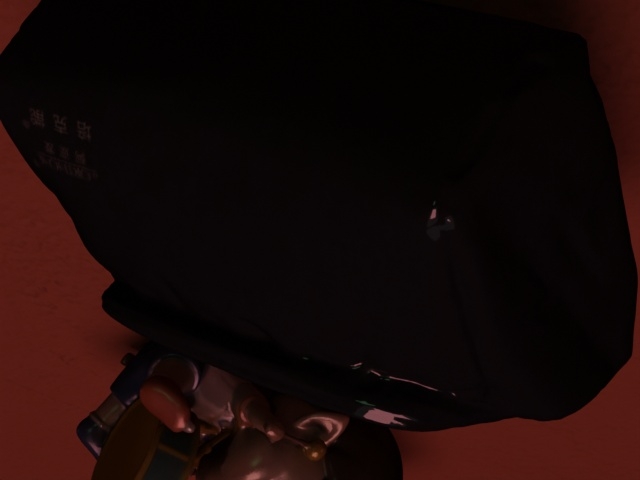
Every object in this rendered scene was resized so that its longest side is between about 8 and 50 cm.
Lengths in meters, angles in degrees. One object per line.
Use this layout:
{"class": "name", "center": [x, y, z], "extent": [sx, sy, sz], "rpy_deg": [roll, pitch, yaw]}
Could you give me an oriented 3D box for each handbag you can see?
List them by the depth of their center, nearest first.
{"class": "handbag", "center": [-0.002, 0.002, 0.747], "extent": [0.302, 0.178, 0.275], "rpy_deg": [16, 146, 32]}

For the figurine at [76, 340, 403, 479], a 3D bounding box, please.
{"class": "figurine", "center": [-0.038, 0.174, 1.063], "extent": [0.275, 0.158, 0.161], "rpy_deg": [26, 151, -19]}
